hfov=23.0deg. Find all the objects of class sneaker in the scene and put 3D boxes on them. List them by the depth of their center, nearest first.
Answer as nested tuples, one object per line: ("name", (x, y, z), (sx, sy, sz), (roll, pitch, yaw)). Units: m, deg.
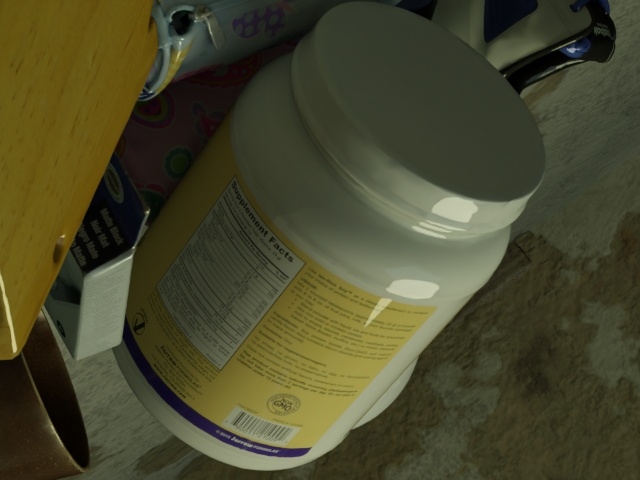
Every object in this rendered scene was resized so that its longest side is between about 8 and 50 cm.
("sneaker", (0.180, -0.235, 1.312), (0.316, 0.182, 0.127), (-67, 159, 9))

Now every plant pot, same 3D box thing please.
("plant pot", (-0.362, 0.156, 1.466), (0.230, 0.215, 0.215), (-21, 163, -2))

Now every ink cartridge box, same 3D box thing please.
("ink cartridge box", (-0.200, -0.050, 1.118), (0.045, 0.223, 0.224), (-23, 160, -22))

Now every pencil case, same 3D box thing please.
("pencil case", (-0.052, -0.199, 1.204), (0.273, 0.113, 0.124), (-25, -174, -37))
("pencil case", (-0.074, -0.122, 1.374), (0.284, 0.124, 0.124), (-31, 164, -15))

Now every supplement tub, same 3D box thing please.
("supplement tub", (0.000, 0.000, 1.244), (0.241, 0.241, 0.331), (-18, 153, -49))

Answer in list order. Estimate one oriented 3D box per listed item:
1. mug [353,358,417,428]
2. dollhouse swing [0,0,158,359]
("mug", (0.014, -0.023, 1.663), (0.328, 0.276, 0.374), (102, 13, -57))
("dollhouse swing", (-0.263, -0.144, 0.689), (0.347, 0.305, 0.315), (90, 14, -51))
